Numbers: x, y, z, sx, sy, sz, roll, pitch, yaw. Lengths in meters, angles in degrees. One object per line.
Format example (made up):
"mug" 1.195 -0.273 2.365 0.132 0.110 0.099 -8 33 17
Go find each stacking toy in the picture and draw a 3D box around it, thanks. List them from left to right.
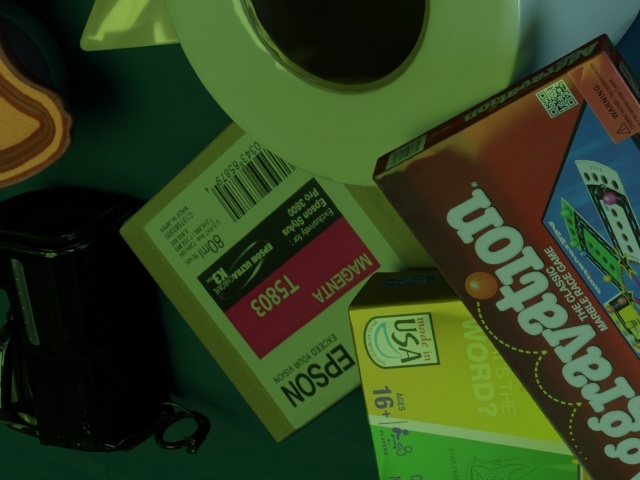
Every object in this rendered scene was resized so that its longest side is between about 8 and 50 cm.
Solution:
"stacking toy" -0.236 -0.210 1.389 0.279 0.130 0.309 -24 101 17

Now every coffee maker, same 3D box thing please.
"coffee maker" -0.170 0.058 1.457 0.171 0.120 0.178 0 117 13

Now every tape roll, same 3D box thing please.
"tape roll" 0.050 -0.173 1.104 0.246 0.169 0.246 19 124 31

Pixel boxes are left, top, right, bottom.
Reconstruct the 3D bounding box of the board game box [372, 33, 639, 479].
"board game box" 0.165 0.037 1.040 0.145 0.027 0.281 -28 111 25

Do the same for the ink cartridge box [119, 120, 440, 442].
"ink cartridge box" 0.000 0.000 1.294 0.193 0.088 0.235 53 133 4

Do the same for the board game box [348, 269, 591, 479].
"board game box" 0.192 0.128 1.146 0.316 0.064 0.242 -6 106 19
